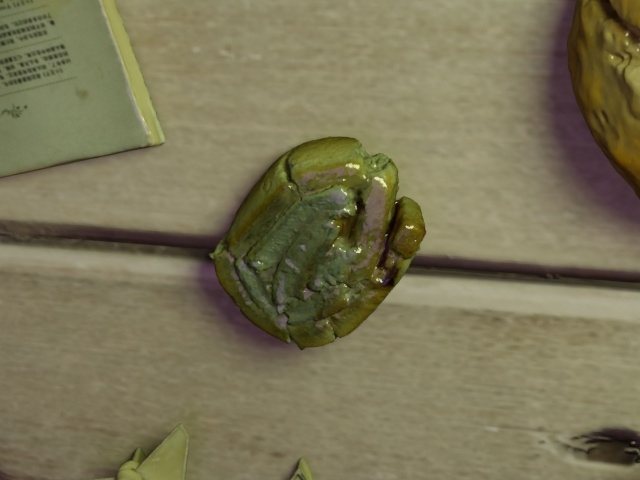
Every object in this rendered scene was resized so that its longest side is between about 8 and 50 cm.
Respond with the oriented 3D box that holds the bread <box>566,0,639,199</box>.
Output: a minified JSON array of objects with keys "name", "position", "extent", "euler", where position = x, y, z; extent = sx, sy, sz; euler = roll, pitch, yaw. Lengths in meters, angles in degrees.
[{"name":"bread","position":[0.258,-0.103,0.939],"extent":[0.244,0.134,0.244],"euler":[6,113,13]}]

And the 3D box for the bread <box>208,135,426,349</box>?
[{"name":"bread","position":[0.000,0.000,1.109],"extent":[0.117,0.064,0.156],"euler":[35,121,-2]}]

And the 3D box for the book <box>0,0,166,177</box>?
[{"name":"book","position":[-0.242,-0.178,1.122],"extent":[0.201,0.026,0.289],"euler":[-10,111,22]}]

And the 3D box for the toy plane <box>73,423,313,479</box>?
[{"name":"toy plane","position":[-0.093,0.267,1.252],"extent":[0.242,0.104,0.256],"euler":[-27,98,10]}]
